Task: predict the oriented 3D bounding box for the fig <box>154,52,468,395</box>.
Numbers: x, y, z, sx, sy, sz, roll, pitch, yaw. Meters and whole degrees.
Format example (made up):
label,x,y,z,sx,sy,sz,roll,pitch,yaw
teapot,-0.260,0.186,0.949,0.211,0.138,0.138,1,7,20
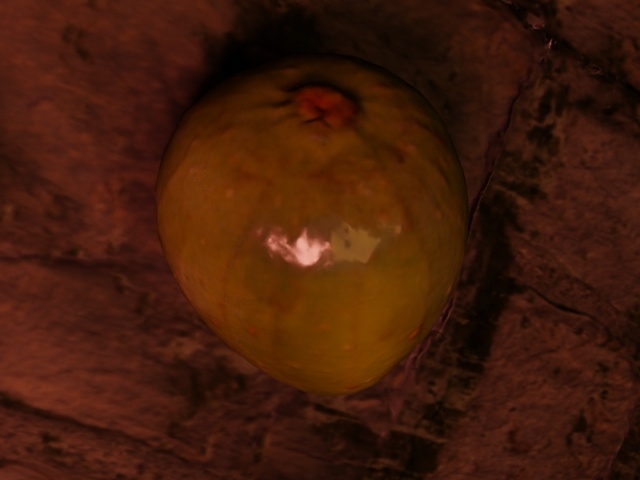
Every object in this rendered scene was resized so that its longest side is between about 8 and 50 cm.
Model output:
label,x,y,z,sx,sy,sz,roll,pitch,yaw
fig,0.000,0.000,1.151,0.258,0.258,0.326,-34,143,-19
